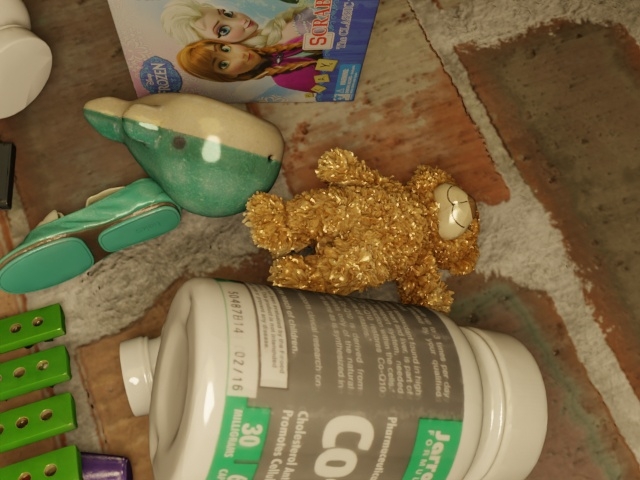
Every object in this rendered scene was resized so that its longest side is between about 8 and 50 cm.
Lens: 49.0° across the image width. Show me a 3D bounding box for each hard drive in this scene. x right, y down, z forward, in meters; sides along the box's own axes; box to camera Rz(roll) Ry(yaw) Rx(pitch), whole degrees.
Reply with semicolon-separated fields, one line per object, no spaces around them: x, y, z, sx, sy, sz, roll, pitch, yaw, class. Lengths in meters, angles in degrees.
-0.482;-0.085;0.937;0.135;0.022;0.094;-2;71;-6;hard drive

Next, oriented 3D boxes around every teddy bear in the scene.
0.070;-0.011;0.858;0.337;0.113;0.245;4;50;-21;teddy bear

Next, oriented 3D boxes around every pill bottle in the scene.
0.028;0.157;0.699;0.361;0.204;0.204;9;69;-22;pill bottle
-0.119;0.139;0.839;0.221;0.124;0.124;-12;72;-11;pill bottle
-0.519;-0.305;0.927;0.323;0.181;0.181;37;72;8;pill bottle

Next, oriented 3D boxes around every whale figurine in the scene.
-0.181;-0.113;0.899;0.272;0.216;0.141;15;93;24;whale figurine

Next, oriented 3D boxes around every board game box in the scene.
-0.094;-0.278;0.887;0.317;0.319;0.066;-2;71;-5;board game box

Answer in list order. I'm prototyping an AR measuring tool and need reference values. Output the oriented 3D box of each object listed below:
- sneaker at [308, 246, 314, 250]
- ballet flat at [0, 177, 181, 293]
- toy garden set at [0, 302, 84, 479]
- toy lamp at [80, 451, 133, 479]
0.000;0.000;0.945;0.058;0.052;0.135;-14;65;0;sneaker
-0.303;-0.012;0.909;0.247;0.083;0.087;-24;51;-13;ballet flat
-0.379;0.205;0.794;0.203;0.049;0.244;-17;49;-9;toy garden set
-0.354;0.289;0.792;0.274;0.080;0.080;-6;71;-5;toy lamp
